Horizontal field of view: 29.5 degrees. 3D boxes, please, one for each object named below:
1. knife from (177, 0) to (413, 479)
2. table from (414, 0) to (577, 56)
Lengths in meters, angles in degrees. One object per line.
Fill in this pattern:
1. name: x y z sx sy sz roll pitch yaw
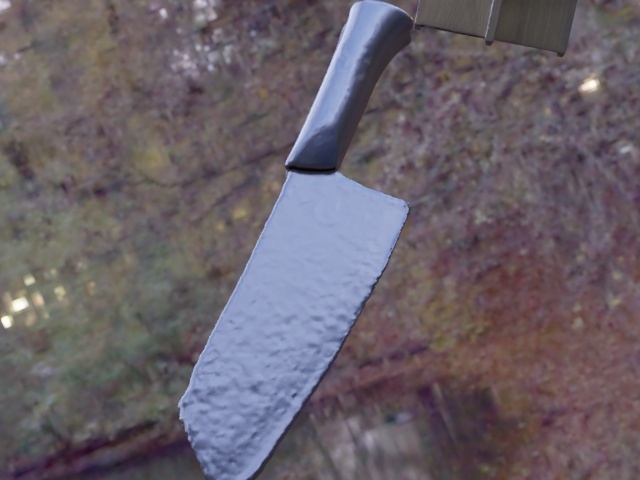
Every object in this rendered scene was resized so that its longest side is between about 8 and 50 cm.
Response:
1. knife: 0.000 0.000 0.491 0.028 0.060 0.230 86 -156 -64
2. table: 0.167 -0.278 1.027 0.167 0.227 0.167 11 13 -2
